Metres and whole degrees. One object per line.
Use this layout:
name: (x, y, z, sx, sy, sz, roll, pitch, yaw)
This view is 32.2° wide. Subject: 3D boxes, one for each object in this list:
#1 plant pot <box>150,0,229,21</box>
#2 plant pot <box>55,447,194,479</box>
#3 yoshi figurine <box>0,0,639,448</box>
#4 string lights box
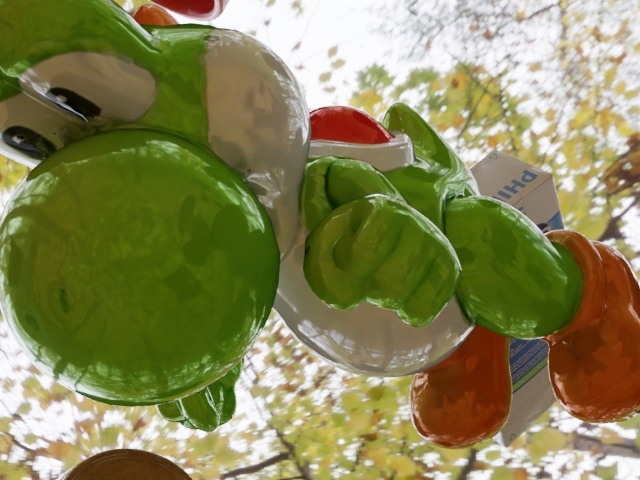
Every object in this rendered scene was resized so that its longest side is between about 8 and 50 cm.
plant pot: (-0.144, -0.399, 1.114, 0.275, 0.275, 0.243, 34, -99, -2)
plant pot: (-0.180, 0.288, 0.912, 0.237, 0.254, 0.237, 13, -138, -12)
yoshi figurine: (-0.007, 0.026, 0.507, 0.362, 0.203, 0.203, 27, -82, -34)
string lights box: (0.171, 0.059, 1.042, 0.133, 0.077, 0.259, -38, -49, -19)
